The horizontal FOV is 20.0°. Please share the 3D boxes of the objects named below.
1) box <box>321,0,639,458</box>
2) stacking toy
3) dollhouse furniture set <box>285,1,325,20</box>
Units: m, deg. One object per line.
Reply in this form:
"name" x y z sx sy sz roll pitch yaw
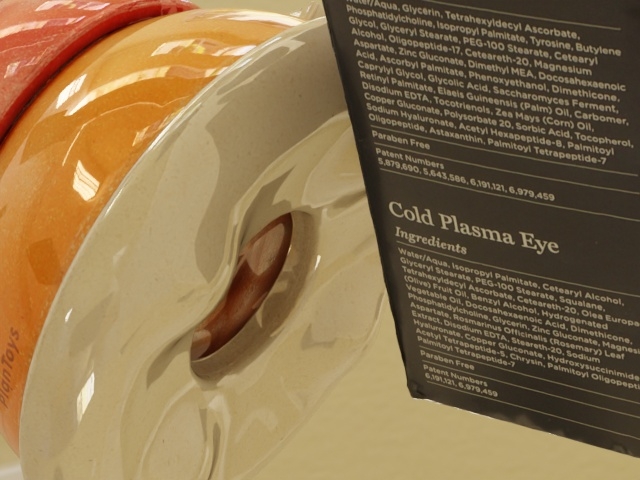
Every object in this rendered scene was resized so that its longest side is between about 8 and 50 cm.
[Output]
"box" 0.174 -0.118 0.951 0.343 0.179 0.313 -50 139 -37
"stacking toy" -0.198 -0.072 1.146 0.350 0.480 0.351 -44 154 -28
"dollhouse furniture set" 0.000 0.000 1.512 0.355 0.173 0.303 53 44 -28
